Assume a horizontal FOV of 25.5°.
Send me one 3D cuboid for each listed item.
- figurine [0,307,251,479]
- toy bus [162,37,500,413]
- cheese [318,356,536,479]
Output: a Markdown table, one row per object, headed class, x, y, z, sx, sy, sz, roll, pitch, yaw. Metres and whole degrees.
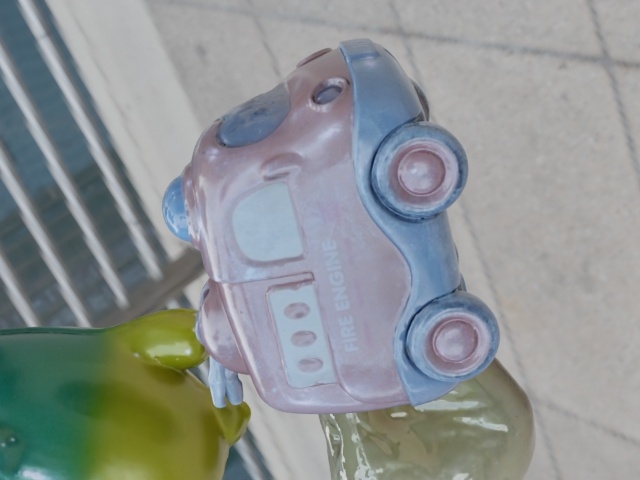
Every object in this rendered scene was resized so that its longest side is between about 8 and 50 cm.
| class | x | y | z | sx | sy | sz | roll | pitch | yaw |
| --- | --- | --- | --- | --- | --- | --- | --- | --- | --- |
| figurine | -0.251 | 0.191 | 1.375 | 0.340 | 0.324 | 0.231 | 18 | -171 | -11 |
| toy bus | 0.000 | 0.000 | 1.117 | 0.197 | 0.231 | 0.294 | -105 | 1 | -69 |
| cheese | 0.097 | 0.184 | 1.409 | 0.235 | 0.218 | 0.117 | 26 | 168 | 8 |
